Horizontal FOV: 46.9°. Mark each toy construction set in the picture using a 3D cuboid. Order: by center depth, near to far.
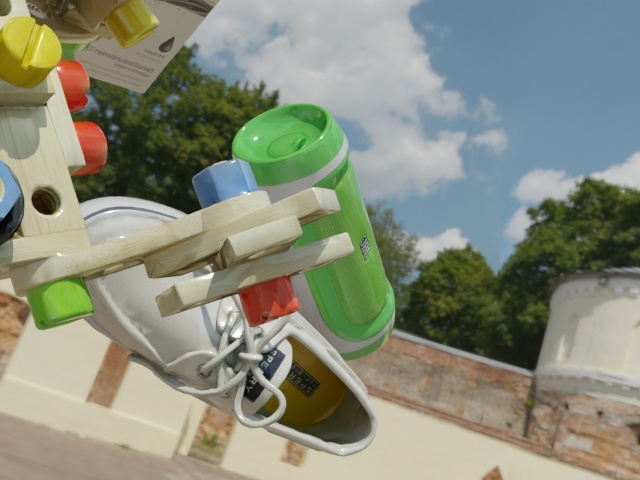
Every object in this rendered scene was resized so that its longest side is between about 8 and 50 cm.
[{"bbox_3d":[-0.133,-0.080,0.399,0.215,0.327,0.151,-13,-23,-50],"label":"toy construction set"}]

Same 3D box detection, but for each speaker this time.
[{"bbox_3d":[0.000,0.000,0.829,0.131,0.131,0.296,9,-43,32],"label":"speaker"}]

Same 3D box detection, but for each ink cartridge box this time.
[{"bbox_3d":[-0.223,-0.316,0.829,0.198,0.114,0.273,12,-40,-43],"label":"ink cartridge box"}]

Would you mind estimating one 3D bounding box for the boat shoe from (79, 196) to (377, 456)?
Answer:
[{"bbox_3d":[-0.071,0.101,0.653,0.367,0.136,0.156,45,-8,-34],"label":"boat shoe"}]
